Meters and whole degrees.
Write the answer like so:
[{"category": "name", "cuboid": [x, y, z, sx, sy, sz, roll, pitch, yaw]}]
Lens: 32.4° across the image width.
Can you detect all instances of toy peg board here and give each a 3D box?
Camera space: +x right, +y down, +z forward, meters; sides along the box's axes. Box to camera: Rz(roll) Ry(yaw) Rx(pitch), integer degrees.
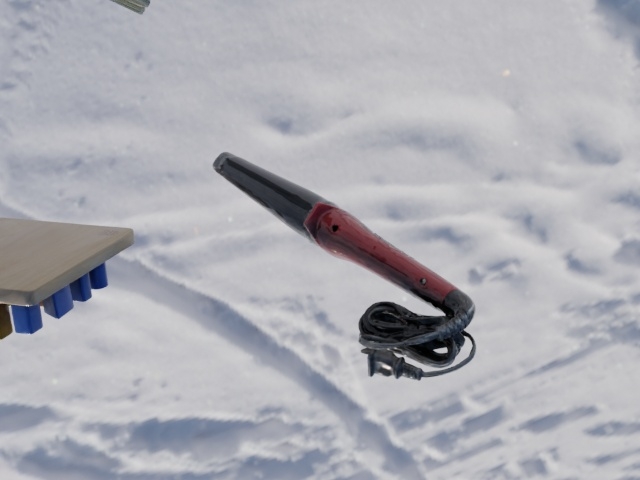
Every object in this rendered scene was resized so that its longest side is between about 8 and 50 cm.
[{"category": "toy peg board", "cuboid": [-0.275, 0.045, 1.003, 0.160, 0.079, 0.161, 5, -158, 23]}]

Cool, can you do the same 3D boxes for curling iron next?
[{"category": "curling iron", "cuboid": [0.000, 0.000, 0.685, 0.068, 0.274, 0.035, -28, 131, -18]}]

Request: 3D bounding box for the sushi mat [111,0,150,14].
[{"category": "sushi mat", "cuboid": [-0.249, -0.246, 0.743, 0.316, 0.019, 0.151, 22, 164, -16]}]
